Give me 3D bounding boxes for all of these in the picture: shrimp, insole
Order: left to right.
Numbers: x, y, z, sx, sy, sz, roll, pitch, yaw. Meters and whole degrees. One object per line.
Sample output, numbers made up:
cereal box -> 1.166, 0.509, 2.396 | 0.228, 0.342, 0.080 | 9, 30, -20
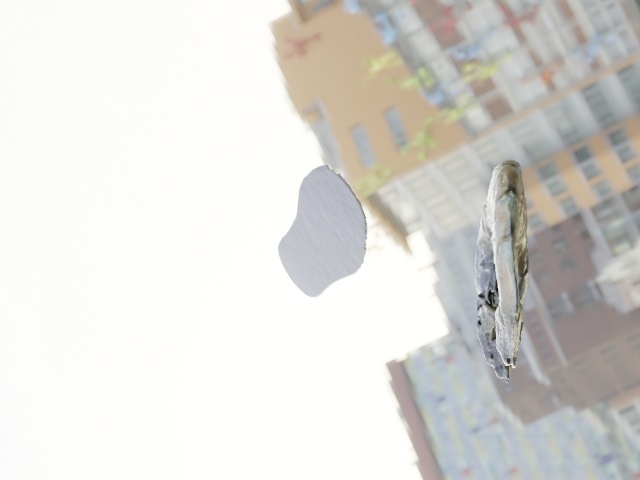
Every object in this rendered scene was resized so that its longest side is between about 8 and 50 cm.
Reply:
insole -> 0.000, 0.000, 1.684 | 0.111, 0.007, 0.328 | 55, 161, 8
shrimp -> 0.235, 0.068, 1.971 | 0.233, 0.071, 0.365 | -84, -6, -52
